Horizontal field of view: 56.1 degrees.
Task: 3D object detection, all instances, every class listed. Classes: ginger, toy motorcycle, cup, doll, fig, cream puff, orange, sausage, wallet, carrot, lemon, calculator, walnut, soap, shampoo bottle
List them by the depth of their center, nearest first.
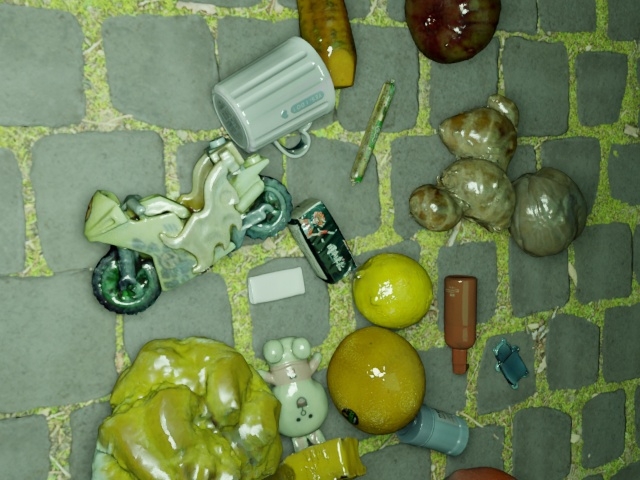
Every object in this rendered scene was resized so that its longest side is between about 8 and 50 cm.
[{"bbox_3d":[-0.225,0.371,1.100,0.378,0.275,0.379,2,86,-29],"label":"cream puff"},{"bbox_3d":[-0.256,-0.039,1.123,0.410,0.168,0.237,-29,114,-13],"label":"toy motorcycle"},{"bbox_3d":[-0.084,-0.262,1.201,0.202,0.167,0.221,-34,105,-18],"label":"cup"},{"bbox_3d":[-0.011,0.473,1.229,0.160,0.257,0.080,-4,62,-27],"label":"soap"},{"bbox_3d":[0.007,-0.471,1.264,0.114,0.114,0.302,-14,99,-25],"label":"carrot"},{"bbox_3d":[-0.054,0.318,1.286,0.154,0.113,0.275,-17,108,-17],"label":"doll"},{"bbox_3d":[-0.095,0.097,1.292,0.122,0.025,0.061,-10,99,-25],"label":"wallet"},{"bbox_3d":[0.122,0.303,1.303,0.236,0.236,0.237,-2,94,-26],"label":"orange"},{"bbox_3d":[0.164,0.113,1.342,0.206,0.173,0.174,4,91,-39],"label":"lemon"},{"bbox_3d":[0.119,-0.248,1.374,0.032,0.032,0.269,24,83,-25],"label":"sausage"},{"bbox_3d":[0.336,-0.531,1.410,0.320,0.216,0.217,-31,108,-51],"label":"fig"},{"bbox_3d":[0.368,-0.179,1.428,0.256,0.176,0.376,21,83,-10],"label":"ginger"},{"bbox_3d":[0.347,0.209,1.489,0.085,0.085,0.245,-4,97,-26],"label":"shampoo bottle"},{"bbox_3d":[0.564,-0.070,1.518,0.224,0.224,0.225,-2,94,-26],"label":"walnut"},{"bbox_3d":[0.507,0.328,1.608,0.094,0.019,0.141,-40,107,-19],"label":"calculator"}]

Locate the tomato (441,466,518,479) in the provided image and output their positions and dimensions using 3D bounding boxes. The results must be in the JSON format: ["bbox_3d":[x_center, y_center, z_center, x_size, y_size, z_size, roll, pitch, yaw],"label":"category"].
[{"bbox_3d":[0.383,0.701,1.428,0.321,0.321,0.322,-2,94,-26],"label":"tomato"}]

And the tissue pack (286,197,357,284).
[{"bbox_3d":[0.000,-0.001,1.292,0.090,0.103,0.170,-35,107,-13],"label":"tissue pack"}]

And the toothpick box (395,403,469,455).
[{"bbox_3d":[0.269,0.456,1.452,0.153,0.101,0.101,25,82,-27],"label":"toothpick box"}]
